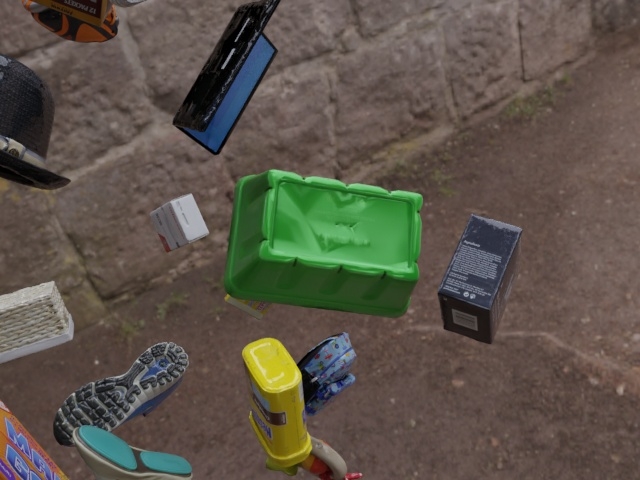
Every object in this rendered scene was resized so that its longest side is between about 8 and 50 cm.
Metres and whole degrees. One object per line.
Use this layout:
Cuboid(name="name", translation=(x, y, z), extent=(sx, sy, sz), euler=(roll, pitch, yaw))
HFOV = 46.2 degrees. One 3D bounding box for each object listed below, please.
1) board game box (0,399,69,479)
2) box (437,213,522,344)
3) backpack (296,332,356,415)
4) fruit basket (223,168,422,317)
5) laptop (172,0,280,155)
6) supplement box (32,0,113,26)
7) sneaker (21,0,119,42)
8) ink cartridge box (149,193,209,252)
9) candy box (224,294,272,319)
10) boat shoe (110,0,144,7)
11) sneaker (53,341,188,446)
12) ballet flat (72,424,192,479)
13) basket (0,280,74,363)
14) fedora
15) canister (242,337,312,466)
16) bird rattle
Cuboid(name="board game box", translation=(-0.814, 0.659, 1.759), extent=(0.356, 0.356, 0.356), euler=(-34, 24, -11))
Cuboid(name="box", translation=(0.272, 0.068, 1.270), extent=(0.093, 0.156, 0.158), euler=(18, 67, 22))
Cuboid(name="backpack", translation=(0.016, 0.297, 1.716), extent=(0.173, 0.117, 0.158), euler=(-47, -15, 17))
Cuboid(name="fruit basket", translation=(0.000, 0.000, 1.473), extent=(0.392, 0.392, 0.283), euler=(-2, 73, 22))
Cuboid(name="laptop", translation=(-0.128, -0.258, 1.247), extent=(0.234, 0.136, 0.264), euler=(-61, 29, -3))
Cuboid(name="supplement box", translation=(-0.374, -0.493, 1.204), extent=(0.129, 0.191, 0.194), euler=(20, 55, -8))
Cuboid(name="sneaker", translation=(-0.456, -0.546, 1.593), extent=(0.321, 0.180, 0.124), euler=(-30, 61, 8))
Cuboid(name="ink cartridge box", translation=(-0.311, -0.037, 1.646), extent=(0.056, 0.099, 0.135), euler=(-26, 5, -34))
Cuboid(name="candy box", translation=(-0.129, 0.085, 1.793), extent=(0.206, 0.105, 0.027), euler=(-53, 28, 9))
Cuboid(name="boat shoe", translation=(-0.193, -0.357, 0.980), extent=(0.063, 0.066, 0.184), euler=(32, 56, 31))
Cuboid(name="sneaker", translation=(-0.444, 0.371, 1.711), extent=(0.330, 0.147, 0.130), euler=(-29, 62, -23))
Cuboid(name="ballet flat", translation=(-0.327, 0.388, 1.269), extent=(0.086, 0.248, 0.086), euler=(-29, 44, 32))
Cuboid(name="basket", translation=(-0.566, 0.154, 1.423), extent=(0.167, 0.103, 0.113), euler=(-16, 16, -12))
Cuboid(name="fedora", translation=(-0.500, -0.192, 1.067), extent=(0.334, 0.334, 0.152), euler=(12, 80, 38))
Cuboid(name="canister", translation=(-0.070, 0.252, 1.177), extent=(0.073, 0.170, 0.126), euler=(-19, 38, -19))
Cuboid(name="bird rattle", translation=(-0.010, 0.548, 1.828), extent=(0.253, 0.207, 0.143), euler=(35, 61, 18))
